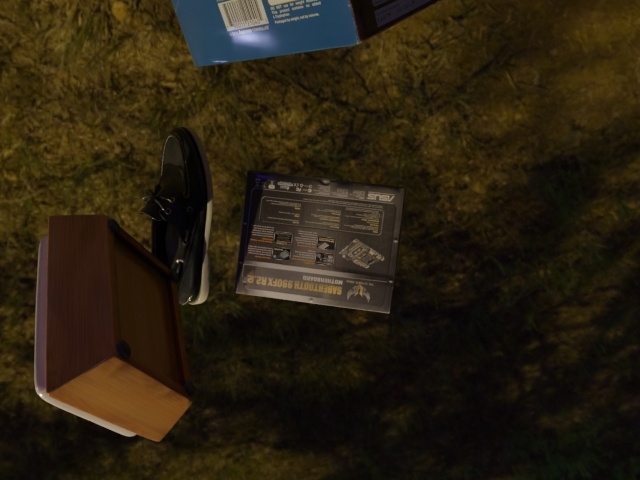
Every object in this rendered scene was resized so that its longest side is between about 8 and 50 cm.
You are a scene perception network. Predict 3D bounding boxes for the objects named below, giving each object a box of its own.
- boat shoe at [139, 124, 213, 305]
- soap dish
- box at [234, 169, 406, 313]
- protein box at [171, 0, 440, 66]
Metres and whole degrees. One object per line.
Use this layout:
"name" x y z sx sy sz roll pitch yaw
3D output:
"boat shoe" -0.277 -0.039 1.109 0.113 0.127 0.339 -10 111 -41
"soap dish" -0.291 0.118 0.869 0.118 0.290 0.229 -26 142 8
"box" 0.000 0.000 0.880 0.231 0.182 0.056 6 -176 6
"protein box" -0.030 -0.266 0.485 0.136 0.200 0.201 -39 123 -37
